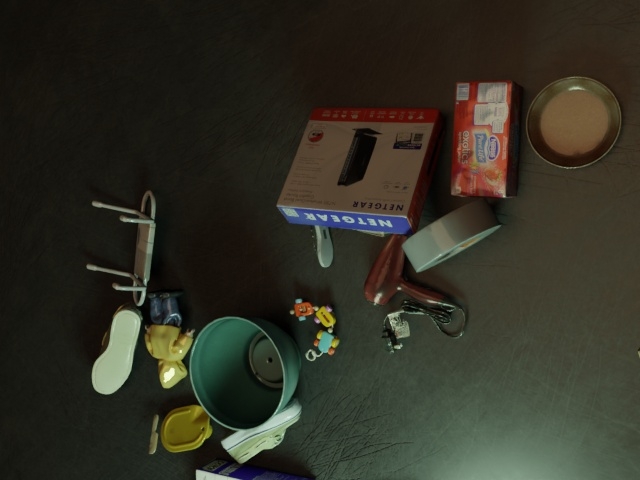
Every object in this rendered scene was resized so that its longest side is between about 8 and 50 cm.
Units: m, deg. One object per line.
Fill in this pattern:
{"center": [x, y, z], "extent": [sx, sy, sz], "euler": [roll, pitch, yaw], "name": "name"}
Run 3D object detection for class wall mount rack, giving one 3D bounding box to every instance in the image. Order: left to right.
{"center": [-0.595, 0.012, 2.144], "extent": [0.304, 0.130, 0.350], "euler": [20, 103, 57], "name": "wall mount rack"}

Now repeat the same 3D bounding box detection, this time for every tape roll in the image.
{"center": [0.295, -0.010, 1.617], "extent": [0.219, 0.219, 0.072], "euler": [-33, 79, 26], "name": "tape roll"}

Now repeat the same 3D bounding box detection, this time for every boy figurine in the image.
{"center": [-0.437, 0.287, 2.094], "extent": [0.177, 0.092, 0.286], "euler": [-6, 91, 27], "name": "boy figurine"}

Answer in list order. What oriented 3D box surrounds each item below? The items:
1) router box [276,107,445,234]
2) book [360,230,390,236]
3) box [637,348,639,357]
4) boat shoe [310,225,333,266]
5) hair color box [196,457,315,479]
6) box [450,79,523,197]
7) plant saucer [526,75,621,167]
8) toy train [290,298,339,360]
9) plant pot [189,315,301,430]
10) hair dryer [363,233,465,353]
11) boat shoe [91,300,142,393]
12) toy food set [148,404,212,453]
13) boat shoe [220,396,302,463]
{"center": [0.100, -0.174, 1.702], "extent": [0.335, 0.082, 0.301], "euler": [6, 62, 27], "name": "router box"}
{"center": [0.138, -0.042, 1.738], "extent": [0.096, 0.144, 0.035], "euler": [11, 102, 27], "name": "book"}
{"center": [0.783, 0.304, 1.496], "extent": [0.164, 0.021, 0.201], "euler": [-22, 83, 27], "name": "box"}
{"center": [0.000, 0.000, 1.874], "extent": [0.040, 0.049, 0.142], "euler": [-8, 88, 47], "name": "boat shoe"}
{"center": [-0.181, 0.736, 1.983], "extent": [0.338, 0.110, 0.185], "euler": [3, 96, 26], "name": "hair color box"}
{"center": [0.376, -0.225, 1.613], "extent": [0.128, 0.122, 0.257], "euler": [4, 96, 28], "name": "box"}
{"center": [0.555, -0.258, 1.567], "extent": [0.198, 0.036, 0.199], "euler": [2, 94, 28], "name": "plant saucer"}
{"center": [-0.008, 0.227, 1.893], "extent": [0.125, 0.046, 0.167], "euler": [-18, 82, 29], "name": "toy train"}
{"center": [-0.171, 0.333, 1.898], "extent": [0.292, 0.196, 0.293], "euler": [2, 94, 28], "name": "plant pot"}
{"center": [0.219, 0.118, 1.765], "extent": [0.223, 0.080, 0.294], "euler": [-19, 91, 12], "name": "hair dryer"}
{"center": [-0.618, 0.329, 2.191], "extent": [0.109, 0.091, 0.305], "euler": [19, 108, -13], "name": "boat shoe"}
{"center": [-0.398, 0.562, 2.113], "extent": [0.217, 0.071, 0.128], "euler": [-16, 62, 26], "name": "toy food set"}
{"center": [-0.148, 0.522, 1.966], "extent": [0.302, 0.109, 0.094], "euler": [-35, 93, 34], "name": "boat shoe"}
